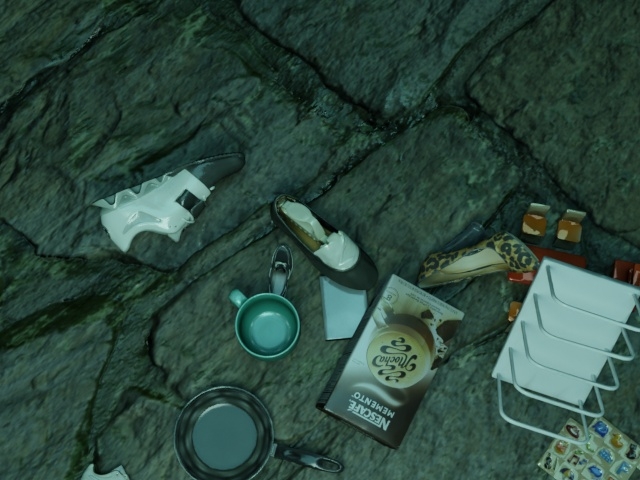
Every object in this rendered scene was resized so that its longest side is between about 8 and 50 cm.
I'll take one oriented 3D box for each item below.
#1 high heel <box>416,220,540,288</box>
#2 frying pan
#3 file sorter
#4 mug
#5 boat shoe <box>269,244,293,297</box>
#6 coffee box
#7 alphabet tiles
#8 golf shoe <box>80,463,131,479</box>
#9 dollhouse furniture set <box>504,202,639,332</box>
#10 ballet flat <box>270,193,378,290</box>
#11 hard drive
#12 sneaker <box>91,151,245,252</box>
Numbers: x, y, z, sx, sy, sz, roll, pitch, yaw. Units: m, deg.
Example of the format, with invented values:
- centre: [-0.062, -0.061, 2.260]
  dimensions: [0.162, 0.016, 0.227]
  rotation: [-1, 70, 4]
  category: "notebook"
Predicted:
- centre: [0.308, 0.062, 1.805]
  dimensions: [0.186, 0.261, 0.093]
  rotation: [-41, 115, -8]
  category: "high heel"
- centre: [-0.126, 0.380, 1.809]
  dimensions: [0.326, 0.053, 0.197]
  rotation: [-7, 75, -3]
  category: "frying pan"
- centre: [0.464, 0.210, 1.708]
  dimensions: [0.193, 0.173, 0.277]
  rotation: [18, 115, 0]
  category: "file sorter"
- centre: [-0.107, 0.166, 1.843]
  dimensions: [0.130, 0.097, 0.157]
  rotation: [-13, 74, -2]
  category: "mug"
- centre: [-0.085, 0.066, 1.901]
  dimensions: [0.046, 0.038, 0.125]
  rotation: [10, 75, 3]
  category: "boat shoe"
- centre: [0.135, 0.239, 1.797]
  dimensions: [0.168, 0.119, 0.297]
  rotation: [29, 77, -3]
  category: "coffee box"
- centre: [0.556, 0.469, 1.797]
  dimensions: [0.237, 0.009, 0.198]
  rotation: [37, 79, 10]
  category: "alphabet tiles"
- centre: [-0.386, 0.483, 1.778]
  dimensions: [0.176, 0.069, 0.086]
  rotation: [11, 69, 3]
  category: "golf shoe"
- centre: [0.510, 0.068, 1.842]
  dimensions: [0.259, 0.135, 0.261]
  rotation: [11, 75, 4]
  category: "dollhouse furniture set"
- centre: [0.000, 0.000, 1.874]
  dimensions: [0.280, 0.096, 0.095]
  rotation: [37, 74, 16]
  category: "ballet flat"
- centre: [0.050, 0.137, 1.888]
  dimensions: [0.094, 0.022, 0.135]
  rotation: [-5, 74, -1]
  category: "hard drive"
- centre: [-0.295, -0.079, 1.917]
  dimensions: [0.331, 0.122, 0.146]
  rotation: [-25, 94, -7]
  category: "sneaker"
